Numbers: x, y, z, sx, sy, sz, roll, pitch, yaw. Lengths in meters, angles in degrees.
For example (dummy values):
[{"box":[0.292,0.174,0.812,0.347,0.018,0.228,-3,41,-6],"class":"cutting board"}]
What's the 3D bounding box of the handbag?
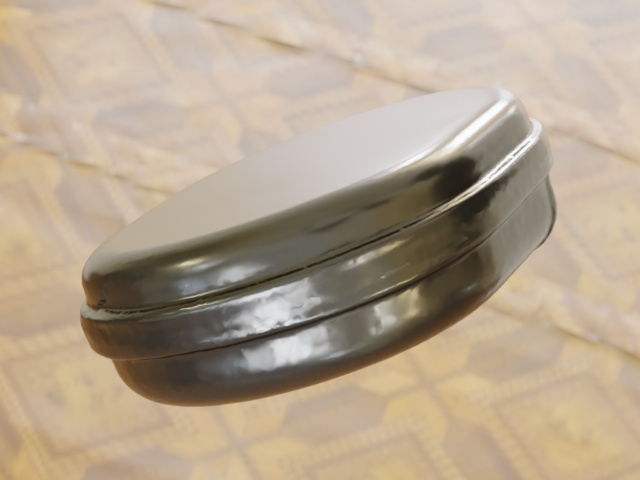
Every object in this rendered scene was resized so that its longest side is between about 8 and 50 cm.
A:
[{"box":[0.000,0.001,1.094,0.253,0.093,0.308,-15,11,28],"class":"handbag"}]
